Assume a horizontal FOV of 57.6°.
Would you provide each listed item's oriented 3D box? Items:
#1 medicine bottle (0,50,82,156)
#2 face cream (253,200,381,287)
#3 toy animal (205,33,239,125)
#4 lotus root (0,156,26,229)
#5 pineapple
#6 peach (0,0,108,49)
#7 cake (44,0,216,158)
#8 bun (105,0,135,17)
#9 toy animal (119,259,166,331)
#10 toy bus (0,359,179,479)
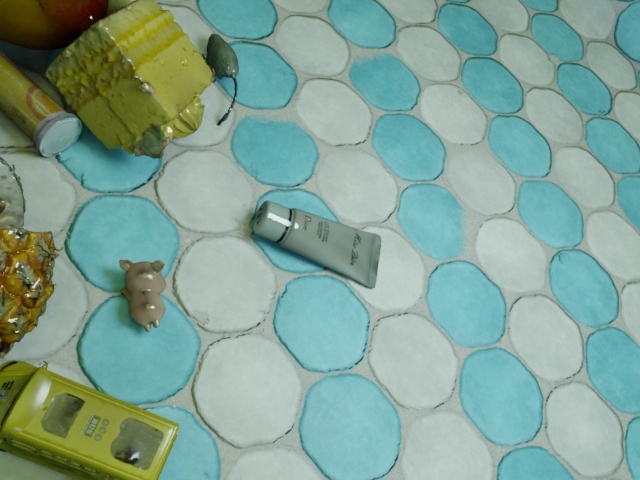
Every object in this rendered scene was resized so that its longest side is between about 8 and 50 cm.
[{"bbox_3d":[-0.695,-0.356,1.226,0.426,0.108,0.108,42,58,4],"label":"medicine bottle"},{"bbox_3d":[0.000,0.000,1.336,0.314,0.089,0.143,22,58,-22],"label":"face cream"},{"bbox_3d":[-0.235,-0.409,1.447,0.070,0.079,0.253,-3,67,-29],"label":"toy animal"},{"bbox_3d":[-0.677,-0.061,1.036,0.272,0.192,0.272,-2,93,-34],"label":"lotus root"},{"bbox_3d":[-0.554,0.119,0.886,0.344,0.209,0.287,-4,85,-32],"label":"pineapple"},{"bbox_3d":[-0.601,-0.552,1.174,0.373,0.372,0.289,50,33,8],"label":"peach"},{"bbox_3d":[-0.372,-0.324,1.231,0.286,0.222,0.227,54,39,-21],"label":"cake"},{"bbox_3d":[-0.463,-0.519,1.354,0.127,0.222,0.222,-42,84,-17],"label":"bun"},{"bbox_3d":[-0.341,0.103,1.142,0.083,0.089,0.150,-8,77,-28],"label":"toy animal"},{"bbox_3d":[-0.409,0.307,0.970,0.331,0.151,0.145,24,58,-7],"label":"toy bus"}]
